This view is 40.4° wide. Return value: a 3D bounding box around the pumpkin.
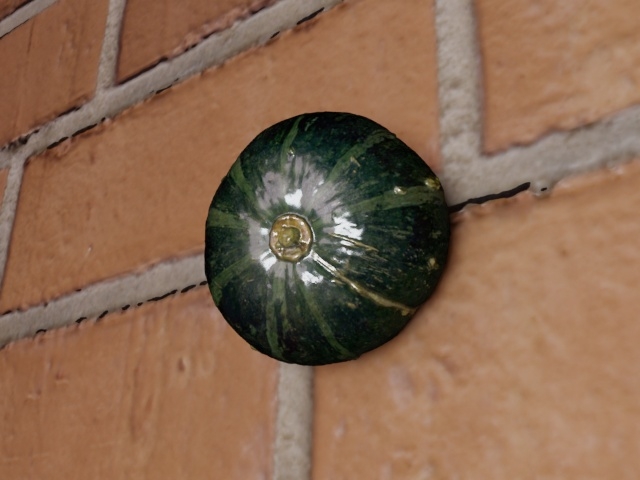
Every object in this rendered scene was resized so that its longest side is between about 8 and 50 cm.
[{"bbox_3d":[0.001,-0.001,0.642,0.190,0.146,0.190,-3,74,11],"label":"pumpkin"}]
